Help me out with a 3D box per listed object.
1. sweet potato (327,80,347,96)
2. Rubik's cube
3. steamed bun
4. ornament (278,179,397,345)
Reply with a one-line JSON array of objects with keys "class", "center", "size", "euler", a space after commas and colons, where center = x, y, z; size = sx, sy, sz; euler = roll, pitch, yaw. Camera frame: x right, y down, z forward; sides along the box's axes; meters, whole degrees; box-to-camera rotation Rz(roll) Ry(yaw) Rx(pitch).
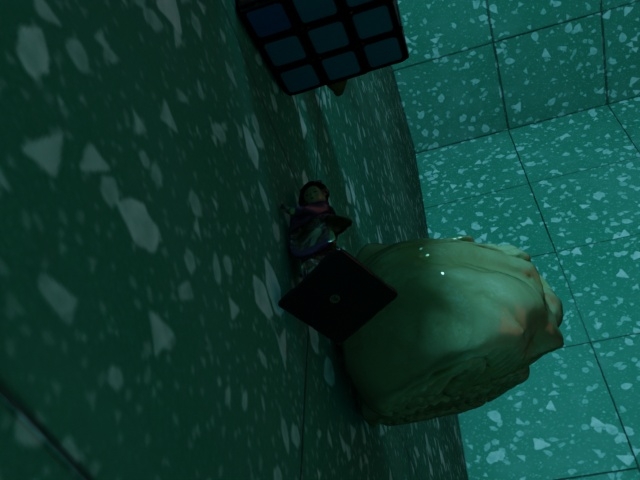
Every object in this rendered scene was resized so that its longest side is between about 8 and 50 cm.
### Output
[{"class": "sweet potato", "center": [-0.021, -0.358, 0.976], "size": [0.108, 0.079, 0.346], "euler": [39, -27, 61]}, {"class": "Rubik's cube", "center": [0.000, -0.291, 0.777], "size": [0.160, 0.162, 0.163], "euler": [54, 27, -60]}, {"class": "steamed bun", "center": [0.143, 0.096, 0.824], "size": [0.289, 0.276, 0.203], "euler": [11, 51, -50]}, {"class": "ornament", "center": [-0.005, -0.003, 0.682], "size": [0.081, 0.088, 0.203], "euler": [36, 23, -35]}]
